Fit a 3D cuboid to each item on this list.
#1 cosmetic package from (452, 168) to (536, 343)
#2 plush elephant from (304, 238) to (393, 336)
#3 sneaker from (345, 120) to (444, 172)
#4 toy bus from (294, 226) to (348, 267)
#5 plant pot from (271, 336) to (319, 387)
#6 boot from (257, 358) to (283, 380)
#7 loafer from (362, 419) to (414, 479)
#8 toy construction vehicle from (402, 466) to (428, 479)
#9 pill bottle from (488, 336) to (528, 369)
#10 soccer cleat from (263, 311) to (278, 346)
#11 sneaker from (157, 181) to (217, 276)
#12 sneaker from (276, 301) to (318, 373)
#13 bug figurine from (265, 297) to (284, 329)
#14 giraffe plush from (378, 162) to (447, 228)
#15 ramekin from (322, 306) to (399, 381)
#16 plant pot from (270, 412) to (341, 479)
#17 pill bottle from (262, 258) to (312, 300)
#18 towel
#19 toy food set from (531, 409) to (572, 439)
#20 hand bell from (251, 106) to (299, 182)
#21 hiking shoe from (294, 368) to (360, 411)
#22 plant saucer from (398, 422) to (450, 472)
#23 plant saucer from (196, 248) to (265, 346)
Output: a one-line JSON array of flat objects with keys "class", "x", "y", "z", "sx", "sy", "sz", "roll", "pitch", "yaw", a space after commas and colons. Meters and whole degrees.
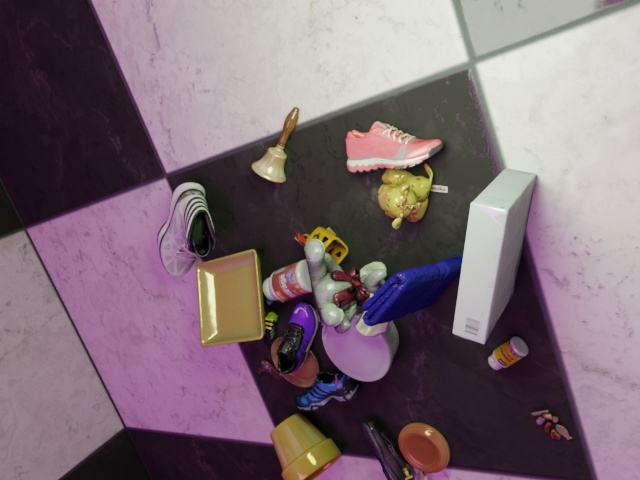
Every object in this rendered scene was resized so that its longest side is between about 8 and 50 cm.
[{"class": "cosmetic package", "x": 0.455, "y": 0.035, "z": 1.436, "sx": 0.097, "sy": 0.284, "sz": 0.377, "roll": 18, "pitch": 121, "yaw": 30}, {"class": "plush elephant", "x": 0.108, "y": 0.159, "z": 1.718, "sx": 0.330, "sy": 0.255, "sz": 0.272, "roll": 85, "pitch": 170, "yaw": -61}, {"class": "sneaker", "x": 0.196, "y": -0.276, "z": 1.574, "sx": 0.314, "sy": 0.116, "sz": 0.136, "roll": -2, "pitch": 110, "yaw": 36}, {"class": "toy bus", "x": 0.009, "y": 0.007, "z": 1.858, "sx": 0.202, "sy": 0.191, "sz": 0.104, "roll": 42, "pitch": 87, "yaw": 10}, {"class": "plant pot", "x": -0.097, "y": 0.486, "z": 2.228, "sx": 0.236, "sy": 0.032, "sz": 0.236, "roll": 15, "pitch": 120, "yaw": 28}, {"class": "boot", "x": -0.211, "y": 0.572, "z": 2.354, "sx": 0.114, "sy": 0.037, "sz": 0.106, "roll": 29, "pitch": 129, "yaw": 15}, {"class": "loafer", "x": 0.261, "y": 0.817, "z": 2.119, "sx": 0.302, "sy": 0.095, "sz": 0.109, "roll": 63, "pitch": 162, "yaw": -2}, {"class": "toy construction vehicle", "x": 0.362, "y": 0.893, "z": 2.072, "sx": 0.086, "sy": 0.035, "sz": 0.098, "roll": -20, "pitch": 102, "yaw": -3}, {"class": "pill bottle", "x": 0.563, "y": 0.344, "z": 1.660, "sx": 0.065, "sy": 0.065, "sz": 0.116, "roll": 45, "pitch": 131, "yaw": 8}, {"class": "soccer cleat", "x": -0.214, "y": 0.365, "z": 2.222, "sx": 0.060, "sy": 0.072, "sz": 0.179, "roll": 26, "pitch": 126, "yaw": 23}, {"class": "sneaker", "x": -0.525, "y": 0.022, "z": 2.139, "sx": 0.257, "sy": 0.169, "sz": 0.447, "roll": 61, "pitch": 142, "yaw": 44}, {"class": "sneaker", "x": -0.097, "y": 0.379, "z": 2.072, "sx": 0.102, "sy": 0.146, "sz": 0.293, "roll": 20, "pitch": 108, "yaw": 24}, {"class": "bug figurine", "x": -0.273, "y": 0.246, "z": 2.164, "sx": 0.279, "sy": 0.072, "sz": 0.216, "roll": 2, "pitch": 81, "yaw": 33}, {"class": "giraffe plush", "x": 0.238, "y": -0.118, "z": 1.587, "sx": 0.210, "sy": 0.170, "sz": 0.181, "roll": -8, "pitch": 108, "yaw": 38}, {"class": "ramekin", "x": 0.149, "y": 0.341, "z": 1.915, "sx": 0.273, "sy": 0.127, "sz": 0.273, "roll": 17, "pitch": 122, "yaw": 29}, {"class": "plant pot", "x": -0.080, "y": 0.863, "z": 2.283, "sx": 0.239, "sy": 0.254, "sz": 0.254, "roll": 51, "pitch": 133, "yaw": 24}, {"class": "pill bottle", "x": -0.109, "y": 0.152, "z": 2.006, "sx": 0.216, "sy": 0.121, "sz": 0.121, "roll": -23, "pitch": 98, "yaw": 41}, {"class": "towel", "x": 0.273, "y": 0.138, "z": 1.609, "sx": 0.076, "sy": 0.308, "sz": 0.228, "roll": 54, "pitch": 132, "yaw": 26}, {"class": "toy food set", "x": 0.712, "y": 0.568, "z": 1.700, "sx": 0.078, "sy": 0.019, "sz": 0.122, "roll": -31, "pitch": 101, "yaw": 42}, {"class": "hand bell", "x": -0.125, "y": -0.326, "z": 1.808, "sx": 0.126, "sy": 0.126, "sz": 0.242, "roll": 35, "pitch": 115, "yaw": 17}, {"class": "hiking shoe", "x": 0.009, "y": 0.571, "z": 2.147, "sx": 0.304, "sy": 0.113, "sz": 0.132, "roll": -26, "pitch": 99, "yaw": 30}, {"class": "plant saucer", "x": 0.373, "y": 0.764, "z": 2.010, "sx": 0.200, "sy": 0.037, "sz": 0.200, "roll": 11, "pitch": 110, "yaw": 31}, {"class": "plant saucer", "x": -0.332, "y": 0.226, "z": 2.115, "sx": 0.333, "sy": 0.081, "sz": 0.333, "roll": -14, "pitch": 77, "yaw": 35}]
